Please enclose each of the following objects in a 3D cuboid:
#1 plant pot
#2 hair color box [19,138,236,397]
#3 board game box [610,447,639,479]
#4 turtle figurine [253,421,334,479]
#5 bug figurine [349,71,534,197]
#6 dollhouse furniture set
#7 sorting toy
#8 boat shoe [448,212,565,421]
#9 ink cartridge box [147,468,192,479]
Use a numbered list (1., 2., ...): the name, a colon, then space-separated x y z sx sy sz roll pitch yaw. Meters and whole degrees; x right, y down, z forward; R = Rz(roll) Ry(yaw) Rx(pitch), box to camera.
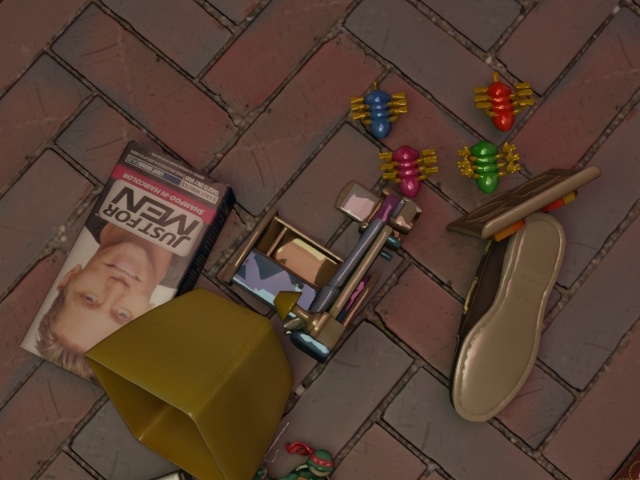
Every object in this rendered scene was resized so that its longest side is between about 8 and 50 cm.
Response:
1. plant pot: -0.157 0.192 1.362 0.212 0.212 0.187 22 56 34
2. hair color box: -0.280 0.044 1.478 0.173 0.105 0.347 25 82 4
3. board game box: 0.517 0.363 1.446 0.281 0.027 0.145 -45 60 -7
4. turtle figurine: -0.027 0.384 1.417 0.175 0.118 0.234 22 97 19
5. bug figurine: 0.187 -0.162 1.515 0.279 0.072 0.216 -3 60 3
6. dollhouse furniture set: 0.000 0.000 1.388 0.198 0.303 0.286 33 81 4
7. sorting toy: 0.295 -0.050 1.450 0.193 0.208 0.038 -28 94 -5
8. boat shoe: 0.265 0.112 1.477 0.116 0.096 0.324 23 81 -17
9. ink cartridge box: -0.255 0.412 1.402 0.176 0.127 0.128 -18 82 -3
